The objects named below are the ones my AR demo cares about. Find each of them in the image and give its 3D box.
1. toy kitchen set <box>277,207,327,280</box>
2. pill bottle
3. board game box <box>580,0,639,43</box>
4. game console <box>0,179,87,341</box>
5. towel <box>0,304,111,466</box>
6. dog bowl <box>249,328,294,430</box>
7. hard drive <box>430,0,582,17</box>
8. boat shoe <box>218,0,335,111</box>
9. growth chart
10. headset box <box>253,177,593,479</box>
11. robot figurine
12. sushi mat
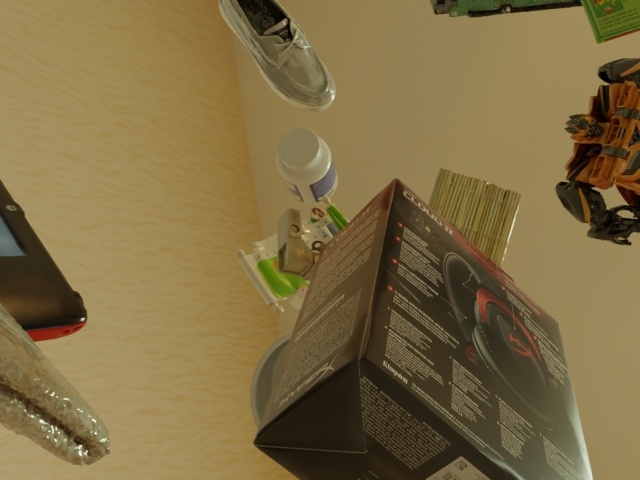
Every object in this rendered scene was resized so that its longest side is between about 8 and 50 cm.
[{"bbox_3d":[0.000,0.000,0.824,0.068,0.083,0.075,-48,-144,49],"label":"toy kitchen set"},{"bbox_3d":[-0.029,-0.153,1.412,0.112,0.186,0.111,-2,-107,7],"label":"pill bottle"},{"bbox_3d":[0.187,-0.154,0.282,0.181,0.043,0.092,-5,-60,54],"label":"board game box"},{"bbox_3d":[-0.461,-0.025,0.686,0.386,0.342,0.060,46,-58,30],"label":"game console"},{"bbox_3d":[-0.251,0.047,0.457,0.187,0.282,0.049,36,-111,30],"label":"towel"},{"bbox_3d":[0.015,0.274,1.239,0.265,0.104,0.264,1,-86,14],"label":"dog bowl"},{"bbox_3d":[0.312,-0.405,0.859,0.339,0.236,0.064,-7,-129,-1],"label":"hard drive"},{"bbox_3d":[-0.047,-0.228,0.781,0.066,0.063,0.184,-33,-94,-12],"label":"boat shoe"},{"bbox_3d":[-0.025,0.025,1.212,0.237,0.021,0.172,-31,-121,-27],"label":"growth chart"},{"bbox_3d":[0.094,0.095,0.556,0.218,0.293,0.110,40,-62,-12],"label":"headset box"},{"bbox_3d":[0.397,-0.080,0.758,0.085,0.291,0.210,-156,-96,-71],"label":"robot figurine"},{"bbox_3d":[0.234,0.035,1.191,0.152,0.019,0.316,17,-104,8],"label":"sushi mat"}]
